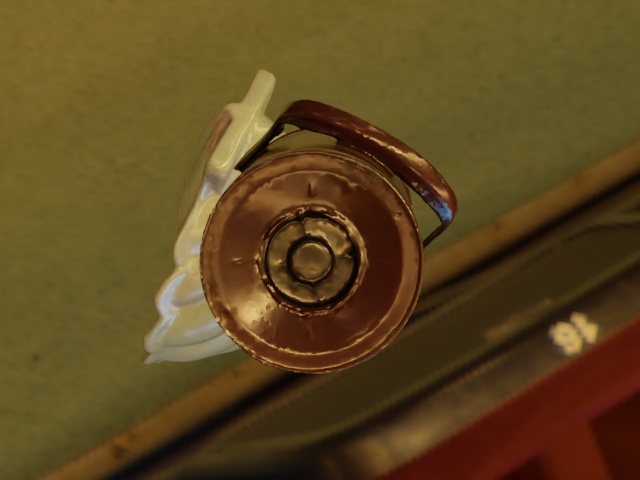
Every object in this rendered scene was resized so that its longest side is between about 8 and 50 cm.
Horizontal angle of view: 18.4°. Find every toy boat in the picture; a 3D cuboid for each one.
[{"bbox_3d":[-0.062,-0.003,1.541,0.100,0.290,0.199,20,56,3],"label":"toy boat"}]

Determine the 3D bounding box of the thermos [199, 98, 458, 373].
[{"bbox_3d":[-0.003,-0.001,0.930,0.099,0.232,0.124,34,96,-3],"label":"thermos"}]
